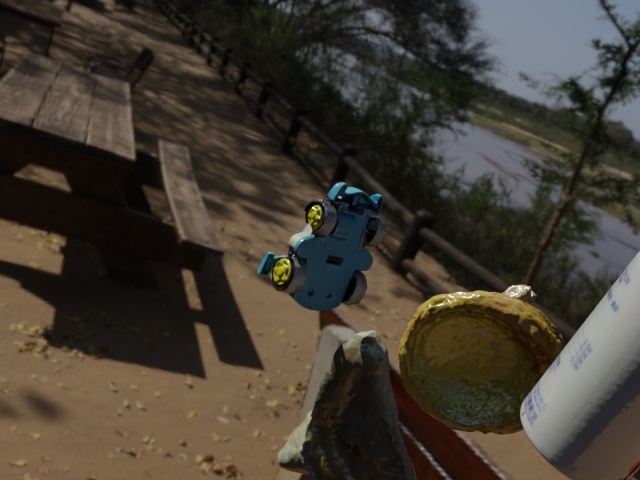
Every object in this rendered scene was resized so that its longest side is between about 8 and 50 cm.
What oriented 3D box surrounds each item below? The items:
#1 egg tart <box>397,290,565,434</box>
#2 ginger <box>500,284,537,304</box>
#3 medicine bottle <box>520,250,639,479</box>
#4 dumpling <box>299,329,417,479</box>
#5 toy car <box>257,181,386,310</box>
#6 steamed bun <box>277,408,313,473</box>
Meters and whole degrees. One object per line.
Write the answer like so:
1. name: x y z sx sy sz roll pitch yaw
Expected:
1. egg tart: 0.287 0.205 1.241 0.294 0.294 0.123 26 24 13
2. ginger: 0.351 0.136 1.415 0.069 0.173 0.051 56 14 -55
3. medicine bottle: 0.334 0.082 0.667 0.130 0.341 0.130 20 28 -11
4. dumpling: 0.064 0.289 0.960 0.166 0.332 0.086 -13 -1 32
5. toy car: 0.000 0.000 0.865 0.126 0.161 0.098 11 13 -41
6. steamed bun: 0.049 0.379 1.331 0.211 0.144 0.218 18 -22 -31
